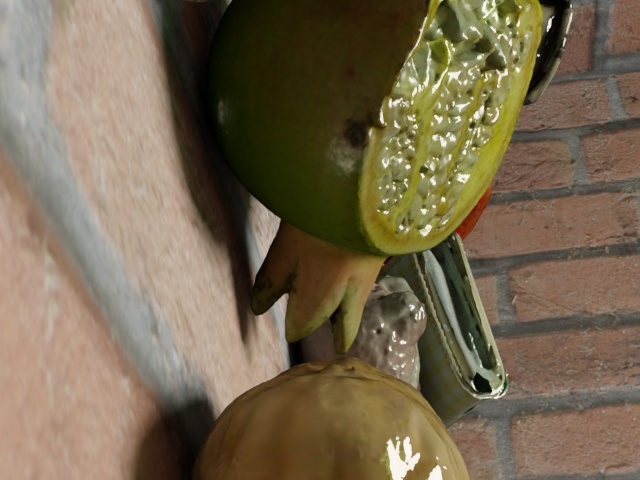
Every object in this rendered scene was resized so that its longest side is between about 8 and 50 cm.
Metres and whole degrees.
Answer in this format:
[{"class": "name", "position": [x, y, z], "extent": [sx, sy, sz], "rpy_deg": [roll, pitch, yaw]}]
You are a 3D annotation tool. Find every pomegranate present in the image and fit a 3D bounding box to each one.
[{"class": "pomegranate", "position": [0.015, -0.098, 0.859], "extent": [0.309, 0.216, 0.359], "rpy_deg": [-11, 129, -63]}]

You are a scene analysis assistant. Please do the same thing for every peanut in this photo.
[{"class": "peanut", "position": [0.013, 0.185, 0.707], "extent": [0.387, 0.169, 0.192], "rpy_deg": [78, 3, -64]}]

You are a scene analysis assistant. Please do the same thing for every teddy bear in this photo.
[{"class": "teddy bear", "position": [0.054, 0.171, 1.144], "extent": [0.236, 0.151, 0.267], "rpy_deg": [-97, 174, -81]}]

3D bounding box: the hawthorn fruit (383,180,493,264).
[{"class": "hawthorn fruit", "position": [0.098, -0.107, 1.432], "extent": [0.300, 0.254, 0.254], "rpy_deg": [-103, -179, -55]}]

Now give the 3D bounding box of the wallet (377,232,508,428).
[{"class": "wallet", "position": [0.101, 0.148, 1.303], "extent": [0.309, 0.077, 0.223], "rpy_deg": [-51, -126, 54]}]

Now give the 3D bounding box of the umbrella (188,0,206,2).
[{"class": "umbrella", "position": [-0.087, -0.228, 0.691], "extent": [0.067, 0.062, 0.143], "rpy_deg": [-1, -95, 61]}]

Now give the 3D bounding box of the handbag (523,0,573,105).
[{"class": "handbag", "position": [0.110, -0.269, 1.245], "extent": [0.325, 0.327, 0.163], "rpy_deg": [-60, 174, -81]}]

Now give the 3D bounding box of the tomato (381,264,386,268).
[{"class": "tomato", "position": [0.080, 0.087, 1.661], "extent": [0.189, 0.099, 0.173], "rpy_deg": [-91, 170, -50]}]
